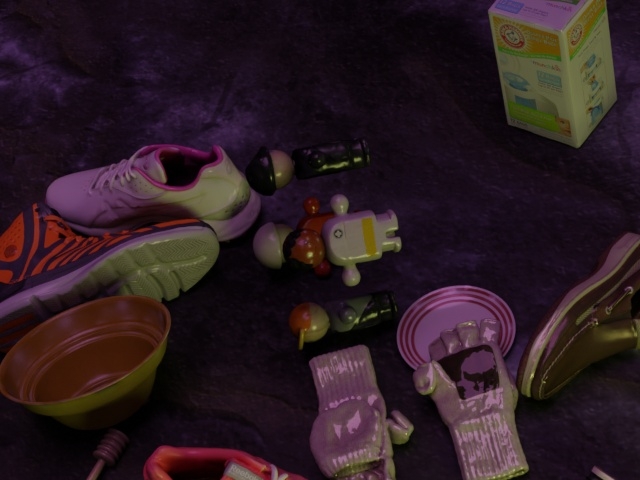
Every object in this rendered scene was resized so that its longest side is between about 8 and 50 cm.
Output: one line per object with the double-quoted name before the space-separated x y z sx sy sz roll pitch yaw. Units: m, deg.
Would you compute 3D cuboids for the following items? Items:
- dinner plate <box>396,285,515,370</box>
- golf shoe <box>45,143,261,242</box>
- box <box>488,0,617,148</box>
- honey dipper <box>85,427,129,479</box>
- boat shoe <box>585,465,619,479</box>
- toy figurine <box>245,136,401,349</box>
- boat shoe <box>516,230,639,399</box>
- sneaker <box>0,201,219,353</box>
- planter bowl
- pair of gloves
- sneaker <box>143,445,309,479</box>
"dinner plate" 0.161 0.111 1.805 0.141 0.017 0.141 -9 48 10
"golf shoe" -0.232 -0.078 2.008 0.306 0.140 0.115 1 51 19
"box" 0.299 -0.237 1.953 0.114 0.203 0.103 23 58 32
"honey dipper" -0.273 0.288 1.760 0.030 0.030 0.160 14 55 27
"boat shoe" 0.330 0.285 1.582 0.133 0.049 0.042 30 90 28
"toy figurine" 0.000 0.000 1.820 0.148 0.213 0.209 -11 50 -10
"boat shoe" 0.323 0.091 1.726 0.095 0.095 0.257 28 61 28
"sneaker" -0.297 0.009 1.956 0.321 0.124 0.180 -20 47 -2
"planter bowl" -0.266 0.161 1.816 0.217 0.090 0.217 -15 28 8
"pair of gloves" 0.103 0.191 1.718 0.240 0.042 0.204 -10 53 9
"sneaker" -0.055 0.291 1.621 0.314 0.136 0.116 8 52 22
